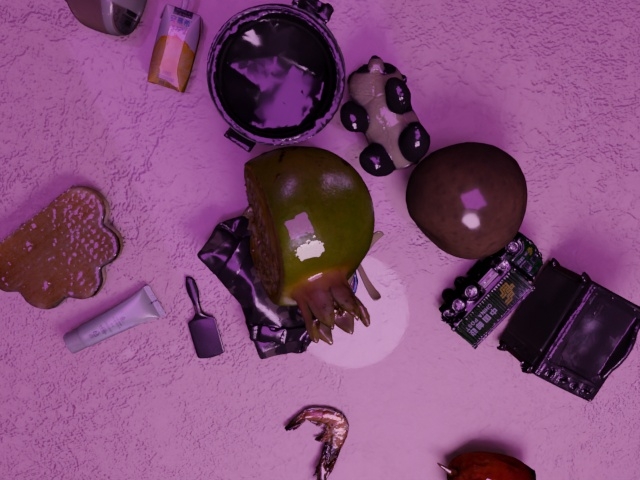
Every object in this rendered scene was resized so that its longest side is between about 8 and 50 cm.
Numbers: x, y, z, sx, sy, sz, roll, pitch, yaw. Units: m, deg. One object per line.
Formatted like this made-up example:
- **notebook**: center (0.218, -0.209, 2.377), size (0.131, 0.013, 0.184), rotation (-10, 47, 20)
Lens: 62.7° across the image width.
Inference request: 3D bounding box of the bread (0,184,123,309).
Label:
- **bread**: center (-0.524, 0.032, 1.070), size (0.287, 0.056, 0.207), rotation (-34, 101, 2)

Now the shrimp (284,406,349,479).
- **shrimp**: center (-0.020, 0.481, 1.237), size (0.148, 0.035, 0.195), rotation (18, 93, -13)

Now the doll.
- **doll**: center (0.128, -0.242, 1.041), size (0.144, 0.135, 0.234), rotation (-21, 103, 24)

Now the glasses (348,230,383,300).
- **glasses**: center (0.075, 0.042, 1.095), size (0.102, 0.207, 0.238), rotation (-9, 109, -42)

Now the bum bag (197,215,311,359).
- **bum bag**: center (-0.130, 0.109, 1.111), size (0.144, 0.095, 0.340), rotation (-33, 108, -16)

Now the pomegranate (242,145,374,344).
- **pomegranate**: center (0.000, 0.000, 0.931), size (0.216, 0.309, 0.358), rotation (-18, 62, -22)

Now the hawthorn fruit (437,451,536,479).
- **hawthorn fruit**: center (0.388, 0.584, 1.233), size (0.252, 0.189, 0.189), rotation (21, 100, -7)

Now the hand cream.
- **hand cream**: center (-0.440, 0.173, 1.118), size (0.205, 0.050, 0.078), rotation (-26, 102, -4)

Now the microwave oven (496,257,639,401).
- **microwave oven**: center (0.549, 0.196, 1.158), size (0.178, 0.188, 0.247), rotation (27, 99, -11)

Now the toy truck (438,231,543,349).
- **toy truck**: center (0.380, 0.102, 1.171), size (0.121, 0.088, 0.259), rotation (40, 97, -12)

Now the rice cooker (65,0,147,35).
- **rice cooker**: center (-0.376, -0.471, 0.928), size (0.127, 0.145, 0.206), rotation (5, 100, 3)

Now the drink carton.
- **drink carton**: center (-0.268, -0.387, 0.993), size (0.084, 0.074, 0.199), rotation (17, 99, -10)

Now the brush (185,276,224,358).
- **brush**: center (-0.262, 0.168, 1.151), size (0.063, 0.016, 0.193), rotation (-13, 104, -4)

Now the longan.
- **longan**: center (0.291, -0.083, 1.056), size (0.246, 0.215, 0.245), rotation (0, 95, 2)

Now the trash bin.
- **trash bin**: center (-0.083, -0.283, 0.941), size (0.217, 0.262, 0.277), rotation (31, 99, -12)
